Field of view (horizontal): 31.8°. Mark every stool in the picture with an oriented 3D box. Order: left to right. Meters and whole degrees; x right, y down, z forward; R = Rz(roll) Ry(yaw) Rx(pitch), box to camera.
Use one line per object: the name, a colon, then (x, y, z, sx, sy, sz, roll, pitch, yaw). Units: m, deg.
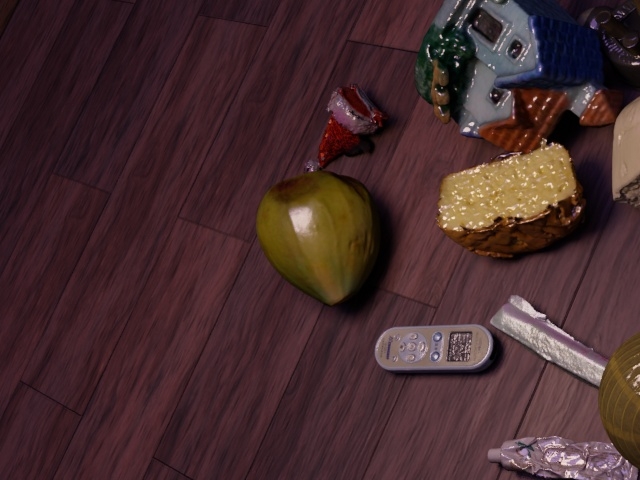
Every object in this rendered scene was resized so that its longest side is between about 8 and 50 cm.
stool: (0.555, -0.367, 2.009, 0.228, 0.139, 0.153, 1, 68, 33)

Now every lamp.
lamp: (0.545, 0.234, 1.696, 0.250, 0.284, 0.250, 4, 108, 13)

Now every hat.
hat: (0.043, -0.213, 2.344, 0.140, 0.129, 0.227, 47, 117, 23)

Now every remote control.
remote control: (0.210, 0.199, 2.052, 0.244, 0.047, 0.087, -5, 63, 35)

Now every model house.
model house: (0.364, -0.276, 2.019, 0.329, 0.252, 0.295, 53, 124, 34)

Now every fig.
fig: (0.000, 0.000, 2.181, 0.239, 0.239, 0.271, -19, 71, 28)

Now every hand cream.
hand cream: (0.394, 0.360, 1.846, 0.257, 0.050, 0.084, 1, 67, 33)

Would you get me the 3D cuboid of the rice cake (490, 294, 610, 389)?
rice cake: (0.417, 0.180, 1.910, 0.290, 0.051, 0.081, 29, 96, 39)

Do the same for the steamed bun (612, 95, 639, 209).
steamed bun: (0.589, -0.154, 1.839, 0.171, 0.225, 0.199, 8, 83, -5)

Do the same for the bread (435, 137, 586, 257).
bread: (0.350, -0.058, 2.014, 0.261, 0.147, 0.160, -20, 50, 23)
